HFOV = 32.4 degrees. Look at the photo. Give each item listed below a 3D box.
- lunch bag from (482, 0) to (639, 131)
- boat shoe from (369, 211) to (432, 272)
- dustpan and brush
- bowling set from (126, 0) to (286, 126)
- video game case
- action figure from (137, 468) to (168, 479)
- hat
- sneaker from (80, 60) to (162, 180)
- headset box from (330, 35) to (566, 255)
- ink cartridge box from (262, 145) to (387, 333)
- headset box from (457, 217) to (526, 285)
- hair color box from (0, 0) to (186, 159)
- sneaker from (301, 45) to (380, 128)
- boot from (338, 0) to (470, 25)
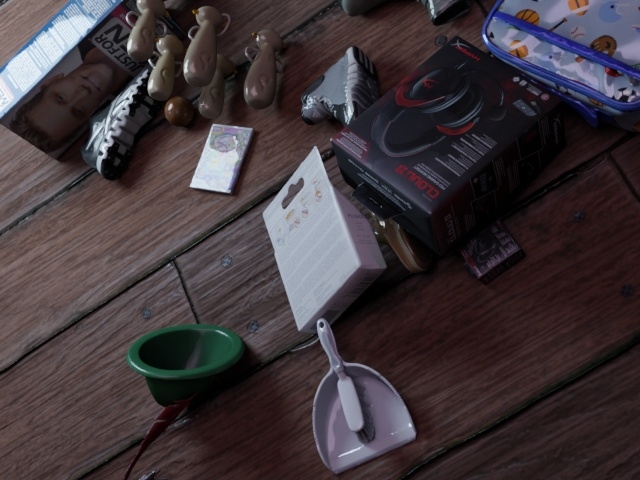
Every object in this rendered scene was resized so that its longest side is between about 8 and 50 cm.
[{"bbox_3d":[0.400,-0.298,1.587,0.303,0.115,0.243,31,84,29],"label":"lunch bag"},{"bbox_3d":[0.109,-0.017,1.666,0.072,0.068,0.190,-40,47,24],"label":"boat shoe"},{"bbox_3d":[0.038,0.211,1.596,0.147,0.060,0.211,-27,59,15],"label":"dustpan and brush"},{"bbox_3d":[-0.226,-0.304,1.900,0.200,0.287,0.154,-33,42,52],"label":"bowling set"},{"bbox_3d":[-0.168,-0.140,1.890,0.087,0.011,0.122,10,74,31],"label":"video game case"},{"bbox_3d":[-0.248,0.459,1.619,0.185,0.099,0.285,-55,41,5],"label":"action figure"},{"bbox_3d":[-0.217,0.251,1.727,0.208,0.184,0.173,-6,22,-11],"label":"hat"},{"bbox_3d":[-0.364,-0.228,1.992,0.106,0.078,0.234,23,83,31],"label":"sneaker"},{"bbox_3d":[0.176,-0.133,1.602,0.293,0.110,0.218,-40,54,-13],"label":"headset box"},{"bbox_3d":[0.000,0.000,1.667,0.181,0.056,0.225,-49,47,40],"label":"ink cartridge box"},{"bbox_3d":[0.244,0.019,1.590,0.083,0.032,0.062,-38,56,9],"label":"headset box"},{"bbox_3d":[-0.433,-0.325,2.013,0.347,0.174,0.105,-42,57,6],"label":"hair color box"},{"bbox_3d":[0.028,-0.206,1.763,0.132,0.086,0.229,-31,33,24],"label":"sneaker"},{"bbox_3d":[0.156,-0.412,1.802,0.246,0.083,0.161,-33,63,13],"label":"boot"}]
